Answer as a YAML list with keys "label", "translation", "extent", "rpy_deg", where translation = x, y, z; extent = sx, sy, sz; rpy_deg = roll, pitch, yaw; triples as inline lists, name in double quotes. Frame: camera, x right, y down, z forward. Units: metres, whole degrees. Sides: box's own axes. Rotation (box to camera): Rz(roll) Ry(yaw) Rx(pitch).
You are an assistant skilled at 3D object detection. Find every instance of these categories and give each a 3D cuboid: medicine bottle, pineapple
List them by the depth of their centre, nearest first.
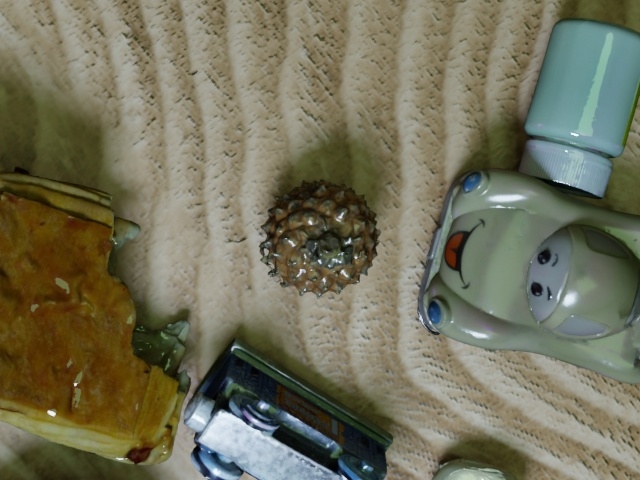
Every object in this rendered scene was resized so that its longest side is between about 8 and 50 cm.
- label: "pineapple"
  translation: [0.000, 0.000, 1.573]
  extent: [0.166, 0.193, 0.166]
  rpy_deg: [-1, 96, -7]
- label: "medicine bottle"
  translation: [0.357, -0.180, 1.646]
  extent: [0.139, 0.139, 0.225]
  rpy_deg: [16, 90, -9]

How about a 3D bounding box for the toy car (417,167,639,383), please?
- label: "toy car"
  translation: [0.324, 0.054, 1.609]
  extent: [0.336, 0.226, 0.242]
  rpy_deg: [16, 90, -11]

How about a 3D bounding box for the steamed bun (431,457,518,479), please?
- label: "steamed bun"
  translation: [0.209, 0.361, 1.674]
  extent: [0.130, 0.091, 0.112]
  rpy_deg: [12, 85, -7]

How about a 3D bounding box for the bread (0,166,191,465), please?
- label: "bread"
  translation: [-0.330, 0.100, 1.519]
  extent: [0.370, 0.191, 0.314]
  rpy_deg: [23, 71, -38]

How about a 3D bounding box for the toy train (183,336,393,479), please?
- label: "toy train"
  translation: [-0.041, 0.270, 1.579]
  extent: [0.300, 0.202, 0.131]
  rpy_deg: [33, 104, -9]
